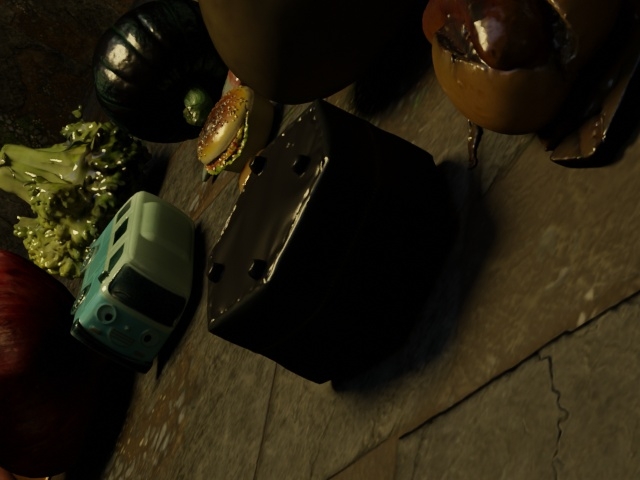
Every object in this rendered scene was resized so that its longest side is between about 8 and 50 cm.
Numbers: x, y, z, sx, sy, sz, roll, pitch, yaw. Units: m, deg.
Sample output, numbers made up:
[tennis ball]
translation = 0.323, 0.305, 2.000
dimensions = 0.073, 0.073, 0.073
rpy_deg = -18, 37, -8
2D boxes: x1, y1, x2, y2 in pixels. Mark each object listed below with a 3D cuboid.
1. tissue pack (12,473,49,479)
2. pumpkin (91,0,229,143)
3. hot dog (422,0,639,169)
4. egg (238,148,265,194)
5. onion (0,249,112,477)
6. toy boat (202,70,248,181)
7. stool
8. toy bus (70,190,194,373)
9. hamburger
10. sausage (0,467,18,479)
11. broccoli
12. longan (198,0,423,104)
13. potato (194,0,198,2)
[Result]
[tissue pack]
translation = -0.585, 0.412, 1.907
dimensions = 0.274, 0.194, 0.145
rpy_deg = -35, 29, 52
[pumpkin]
translation = -0.233, -0.254, 1.835
dimensions = 0.248, 0.248, 0.248
rpy_deg = -51, 22, 31
[hot dog]
translation = 0.141, -0.163, 0.910
dimensions = 0.194, 0.107, 0.326
rpy_deg = -64, 19, -1
[egg]
translation = -0.059, -0.075, 1.368
dimensions = 0.083, 0.071, 0.071
rpy_deg = -56, 16, -19
[onion]
translation = -0.410, 0.167, 1.679
dimensions = 0.285, 0.347, 0.347
rpy_deg = -21, 20, -6
[toy boat]
translation = -0.124, -0.226, 1.748
dimensions = 0.206, 0.096, 0.282
rpy_deg = -89, 18, -64
[stool]
translation = 0.000, 0.000, 1.006
dimensions = 0.232, 0.141, 0.232
rpy_deg = -51, 22, 30
[toy bus]
translation = -0.258, 0.048, 1.625
dimensions = 0.165, 0.133, 0.271
rpy_deg = -52, 20, 18
[hamburger]
translation = -0.124, -0.153, 1.608
dimensions = 0.126, 0.081, 0.141
rpy_deg = -26, 48, 58
[sausage]
translation = -0.508, 0.347, 1.671
dimensions = 0.433, 0.088, 0.088
rpy_deg = 34, 99, 35
[broccoli]
translation = -0.482, -0.102, 2.167
dimensions = 0.348, 0.281, 0.293
rpy_deg = -38, 32, 50
[longan]
translation = -0.009, -0.325, 1.262
dimensions = 0.350, 0.288, 0.288
rpy_deg = -72, 19, 1
[potato]
translation = -0.227, -0.357, 2.042
dimensions = 0.174, 0.159, 0.251
rpy_deg = 83, -158, -82
